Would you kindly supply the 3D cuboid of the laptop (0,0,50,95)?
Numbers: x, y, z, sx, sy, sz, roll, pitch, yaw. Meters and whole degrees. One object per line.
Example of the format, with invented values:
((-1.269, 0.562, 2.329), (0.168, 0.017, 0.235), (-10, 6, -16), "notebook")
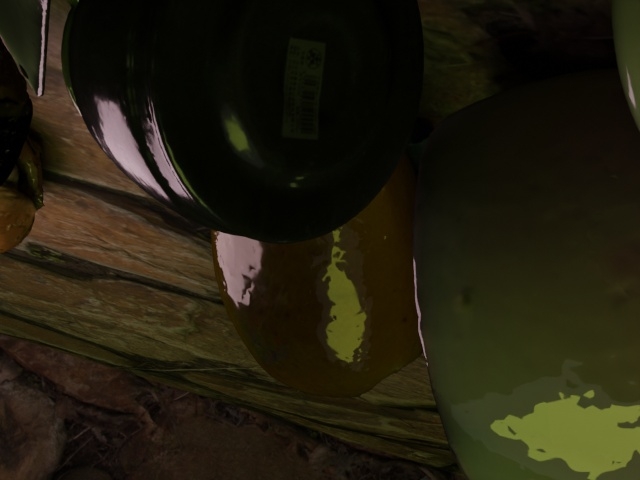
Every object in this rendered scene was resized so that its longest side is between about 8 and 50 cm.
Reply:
((-0.235, -0.229, 0.703), (0.187, 0.015, 0.269), (60, 157, 6), "laptop")

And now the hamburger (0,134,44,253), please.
((-0.481, -0.079, 1.269), (0.260, 0.144, 0.283), (19, 154, -3), "hamburger")

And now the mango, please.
((0.000, 0.000, 0.984), (0.253, 0.182, 0.364), (32, 144, 30), "mango")

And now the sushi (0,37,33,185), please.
((-0.365, -0.155, 0.924), (0.200, 0.204, 0.213), (38, -164, 10), "sushi")

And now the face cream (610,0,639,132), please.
((0.251, -0.120, 0.550), (0.206, 0.205, 0.111), (30, 159, -34), "face cream")

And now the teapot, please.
((-0.107, -0.145, 0.711), (0.239, 0.239, 0.322), (13, 170, 45), "teapot")

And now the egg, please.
((0.282, 0.033, 0.751), (0.340, 0.354, 0.354), (-11, 150, 27), "egg")

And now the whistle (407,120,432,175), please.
((0.120, -0.066, 1.024), (0.039, 0.039, 0.186), (4, 157, 27), "whistle")
